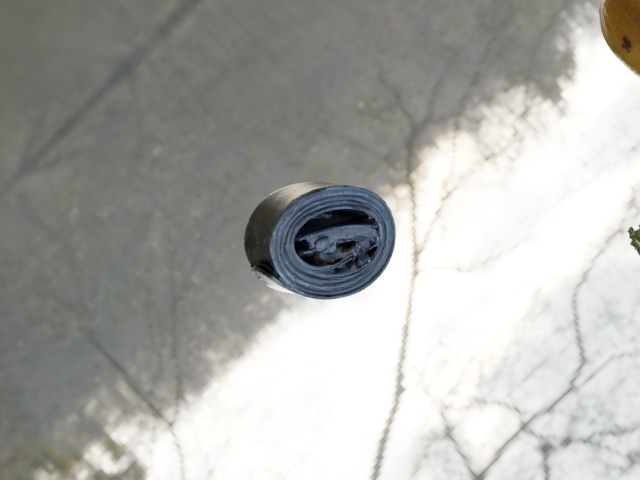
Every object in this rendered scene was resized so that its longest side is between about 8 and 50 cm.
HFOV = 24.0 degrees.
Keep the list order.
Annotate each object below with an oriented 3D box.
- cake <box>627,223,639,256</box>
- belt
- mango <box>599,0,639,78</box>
[{"bbox_3d":[0.535,0.072,2.175,0.099,0.235,0.100,-58,-179,-12],"label":"cake"},{"bbox_3d":[0.000,0.000,1.856,0.190,0.141,0.082,-6,-171,-32],"label":"belt"},{"bbox_3d":[0.534,-0.286,2.249,0.177,0.295,0.120,-14,141,-36],"label":"mango"}]
